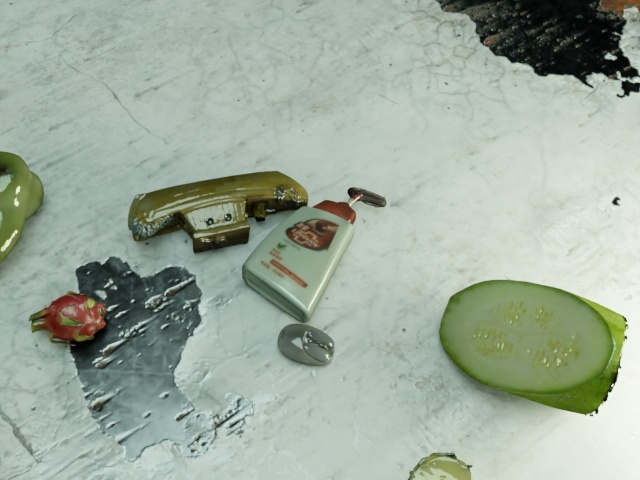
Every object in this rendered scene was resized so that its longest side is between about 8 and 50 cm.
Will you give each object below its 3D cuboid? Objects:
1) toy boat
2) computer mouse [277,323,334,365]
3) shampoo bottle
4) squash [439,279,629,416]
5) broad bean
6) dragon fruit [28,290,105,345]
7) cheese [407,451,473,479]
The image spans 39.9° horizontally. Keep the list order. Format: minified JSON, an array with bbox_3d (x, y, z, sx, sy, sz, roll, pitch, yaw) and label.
[{"bbox_3d":[-0.177,-0.047,1.554,0.321,0.089,0.121,-10,66,-12],"label":"toy boat"},{"bbox_3d":[-0.024,0.170,1.459,0.096,0.039,0.066,16,59,5],"label":"computer mouse"},{"bbox_3d":[0.000,0.000,1.546,0.153,0.071,0.284,32,62,18],"label":"shampoo bottle"},{"bbox_3d":[0.331,0.157,1.409,0.261,0.189,0.189,21,59,3],"label":"squash"},{"bbox_3d":[-0.594,-0.040,1.501,0.189,0.121,0.263,22,62,13],"label":"broad bean"},{"bbox_3d":[-0.412,0.126,1.436,0.116,0.081,0.086,4,69,-3],"label":"dragon fruit"},{"bbox_3d":[0.158,0.380,1.270,0.094,0.167,0.123,8,61,-2],"label":"cheese"}]
